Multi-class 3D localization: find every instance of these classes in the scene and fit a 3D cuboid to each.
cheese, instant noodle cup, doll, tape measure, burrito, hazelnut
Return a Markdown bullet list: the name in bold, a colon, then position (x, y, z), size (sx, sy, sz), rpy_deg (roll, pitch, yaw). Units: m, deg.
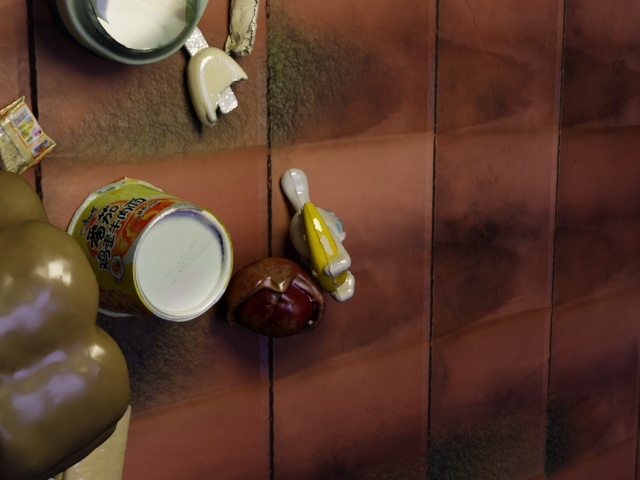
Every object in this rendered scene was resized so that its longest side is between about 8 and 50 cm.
- **cheese**: position (-0.223, -0.340, 1.779), size (0.127, 0.050, 0.235), rpy_deg (-38, 112, -21)
- **instant noodle cup**: position (-0.294, 0.030, 1.681), size (0.264, 0.200, 0.264), rpy_deg (-10, 105, -40)
- **doll**: position (0.000, 0.000, 1.933), size (0.111, 0.252, 0.237), rpy_deg (-24, 127, 1)
- **tape measure**: position (-0.329, -0.434, 1.602), size (0.259, 0.138, 0.262), rpy_deg (28, 79, -34)
- **burrito**: position (-0.145, -0.466, 1.818), size (0.058, 0.063, 0.229), rpy_deg (8, 94, -14)
- **hazelnut**: position (-0.100, 0.121, 1.888), size (0.202, 0.160, 0.170), rpy_deg (-15, 126, -29)

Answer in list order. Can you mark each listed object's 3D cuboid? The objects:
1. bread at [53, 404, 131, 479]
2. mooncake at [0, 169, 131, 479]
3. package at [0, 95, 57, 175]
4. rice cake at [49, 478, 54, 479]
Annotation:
- **bread**: position (-0.416, 0.388, 1.727), size (0.139, 0.060, 0.178), rpy_deg (3, 95, -42)
- **mooncake**: position (-0.473, 0.141, 1.389), size (0.262, 0.467, 0.467), rpy_deg (-25, 113, -32)
- **package**: position (-0.508, -0.168, 1.573), size (0.108, 0.031, 0.120), rpy_deg (-46, 129, -25)
- **rice cake**: position (-0.542, 0.360, 1.623), size (0.042, 0.045, 0.245), rpy_deg (-49, 125, -25)
